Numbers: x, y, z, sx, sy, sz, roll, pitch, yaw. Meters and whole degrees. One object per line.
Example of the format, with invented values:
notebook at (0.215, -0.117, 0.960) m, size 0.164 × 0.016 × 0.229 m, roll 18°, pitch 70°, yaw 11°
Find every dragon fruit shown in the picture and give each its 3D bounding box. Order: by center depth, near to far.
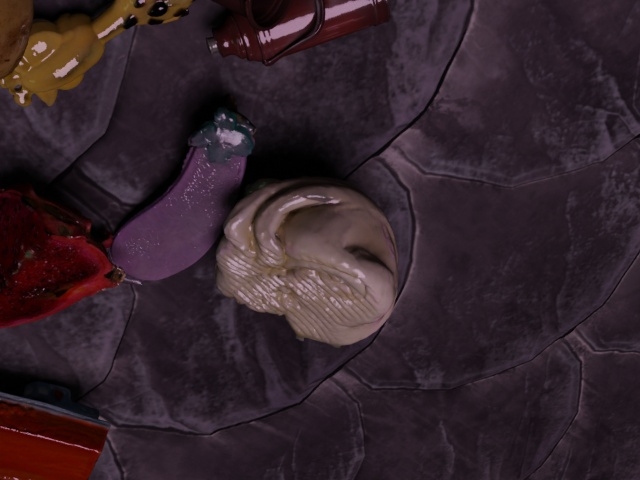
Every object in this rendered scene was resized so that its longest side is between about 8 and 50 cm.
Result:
dragon fruit at (-0.374, 0.018, 1.508) m, size 0.211 × 0.134 × 0.262 m, roll 13°, pitch 139°, yaw -46°

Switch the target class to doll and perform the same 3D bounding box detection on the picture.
doll at (-0.260, -0.262, 1.326) m, size 0.291 × 0.086 × 0.117 m, roll -34°, pitch 138°, yaw 4°

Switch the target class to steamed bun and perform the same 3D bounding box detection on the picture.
steamed bun at (0.000, 0.000, 1.583) m, size 0.268 × 0.207 × 0.280 m, roll 21°, pitch 150°, yaw 2°

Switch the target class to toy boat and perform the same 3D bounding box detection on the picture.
toy boat at (-0.496, 0.272, 1.678) m, size 0.332 × 0.133 × 0.145 m, roll 16°, pitch 127°, yaw -21°

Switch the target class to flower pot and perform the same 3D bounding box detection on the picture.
flower pot at (-0.090, -0.314, 1.308) m, size 0.111 × 0.089 × 0.111 m, roll -49°, pitch 152°, yaw -37°

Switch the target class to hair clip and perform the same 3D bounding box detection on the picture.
hair clip at (-0.188, -0.053, 1.548) m, size 0.110 × 0.095 × 0.359 m, roll -6°, pitch 138°, yaw -49°

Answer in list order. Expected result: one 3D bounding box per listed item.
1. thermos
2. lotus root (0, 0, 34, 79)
thermos at (-0.035, -0.284, 1.404) m, size 0.232 × 0.099 × 0.124 m, roll -21°, pitch 173°, yaw -4°
lotus root at (-0.389, -0.279, 1.196) m, size 0.146 × 0.160 × 0.284 m, roll -7°, pitch 124°, yaw -21°
